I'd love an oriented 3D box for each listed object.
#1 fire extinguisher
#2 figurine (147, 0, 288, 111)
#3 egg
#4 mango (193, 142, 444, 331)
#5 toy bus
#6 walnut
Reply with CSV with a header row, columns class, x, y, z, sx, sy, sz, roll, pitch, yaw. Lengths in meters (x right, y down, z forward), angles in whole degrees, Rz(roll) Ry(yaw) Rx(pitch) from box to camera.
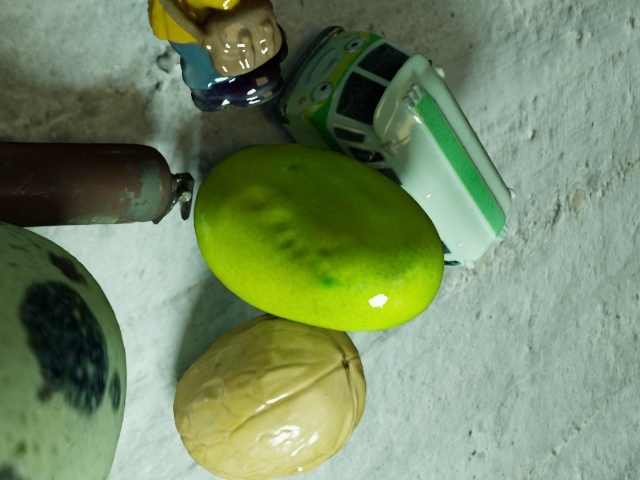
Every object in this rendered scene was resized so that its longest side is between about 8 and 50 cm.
class,x,y,z,sx,sy,sz,roll,pitch,yaw
fire extinguisher,-0.212,-0.042,0.774,0.267,0.072,0.089,-4,138,-44
figurine,-0.127,-0.267,0.741,0.185,0.204,0.332,-90,-178,-48
egg,-0.284,0.134,0.586,0.379,0.287,0.288,-45,128,-37
mango,0.003,-0.003,0.845,0.185,0.273,0.149,-21,125,-48
toy bus,0.089,-0.092,0.980,0.134,0.164,0.276,-57,133,-19
walnut,-0.046,0.154,0.894,0.165,0.197,0.165,38,40,-41
